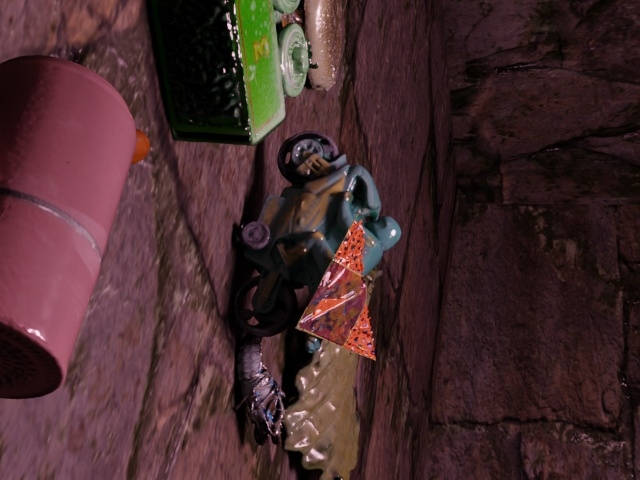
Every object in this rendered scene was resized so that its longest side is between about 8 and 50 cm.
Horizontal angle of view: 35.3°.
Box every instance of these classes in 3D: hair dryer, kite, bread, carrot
[{"bbox_3d":[-0.237,-0.080,0.586,0.352,0.125,0.210,63,30,-49],"label":"hair dryer"},{"bbox_3d":[0.016,0.084,1.249,0.125,0.008,0.222,-25,121,-31],"label":"kite"},{"bbox_3d":[0.008,-0.369,1.613,0.267,0.040,0.267,2,90,-83],"label":"bread"},{"bbox_3d":[-0.191,-0.085,0.912,0.142,0.035,0.035,-19,109,-71],"label":"carrot"}]

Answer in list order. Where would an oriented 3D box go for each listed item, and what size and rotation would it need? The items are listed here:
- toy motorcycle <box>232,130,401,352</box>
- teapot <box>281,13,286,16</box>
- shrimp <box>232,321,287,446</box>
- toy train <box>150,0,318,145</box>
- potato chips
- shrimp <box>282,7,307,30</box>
[{"bbox_3d":[-0.001,0.002,1.324,0.109,0.198,0.297,70,39,-67],"label":"toy motorcycle"},{"bbox_3d":[-0.058,-0.436,1.168,0.318,0.149,0.220,-47,-126,53],"label":"teapot"},{"bbox_3d":[-0.086,0.190,1.330,0.082,0.076,0.174,-6,-93,63],"label":"shrimp"},{"bbox_3d":[-0.096,-0.229,1.099,0.188,0.132,0.243,-50,140,-56],"label":"toy train"},{"bbox_3d":[0.030,0.231,1.692,0.389,0.097,0.373,-33,128,-75],"label":"potato chips"},{"bbox_3d":[-0.062,-0.345,1.388,0.217,0.051,0.150,-37,119,-74],"label":"shrimp"}]
